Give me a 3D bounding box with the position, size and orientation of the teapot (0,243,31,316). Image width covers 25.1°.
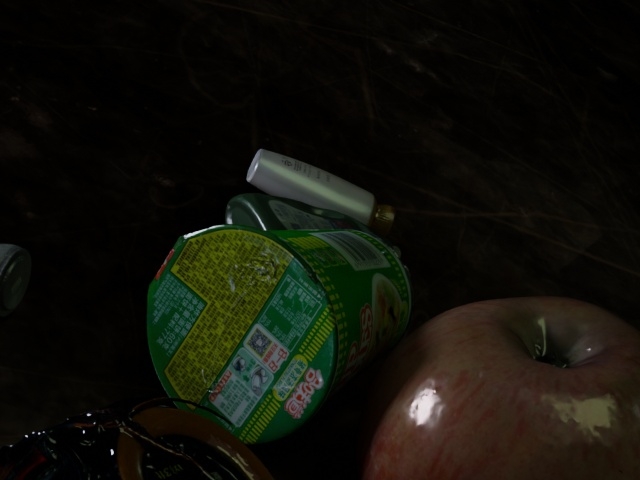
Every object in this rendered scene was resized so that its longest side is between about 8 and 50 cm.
[{"bbox_3d":[-0.304,0.039,1.302,0.057,0.066,0.088,17,51,13],"label":"teapot"}]

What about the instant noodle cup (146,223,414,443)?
[{"bbox_3d":[-0.022,0.068,1.393,0.207,0.207,0.232,42,25,17],"label":"instant noodle cup"}]

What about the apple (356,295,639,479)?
[{"bbox_3d":[0.196,0.186,1.329,0.345,0.269,0.345,22,32,-15],"label":"apple"}]

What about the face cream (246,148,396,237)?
[{"bbox_3d":[0.002,-0.053,1.718,0.182,0.051,0.072,23,33,-13],"label":"face cream"}]

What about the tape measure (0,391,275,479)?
[{"bbox_3d":[-0.125,0.224,1.120,0.223,0.135,0.202,45,22,17],"label":"tape measure"}]

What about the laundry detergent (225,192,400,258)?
[{"bbox_3d":[0.000,0.000,1.629,0.211,0.063,0.137,5,33,-38],"label":"laundry detergent"}]
